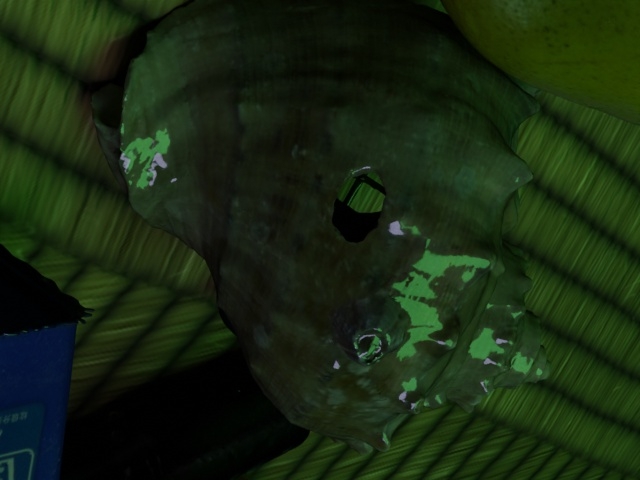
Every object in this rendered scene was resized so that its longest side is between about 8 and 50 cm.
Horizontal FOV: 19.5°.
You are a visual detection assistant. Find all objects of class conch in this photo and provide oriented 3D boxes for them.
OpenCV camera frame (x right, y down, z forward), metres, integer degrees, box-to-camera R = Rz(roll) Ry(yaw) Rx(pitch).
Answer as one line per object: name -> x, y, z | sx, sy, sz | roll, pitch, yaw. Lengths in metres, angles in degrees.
conch -> 0.031, -0.017, 1.097 | 0.324, 0.186, 0.263 | 34, 84, -35

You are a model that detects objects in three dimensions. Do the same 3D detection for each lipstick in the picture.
lipstick -> -0.138, 0.159, 1.288 | 0.299, 0.081, 0.081 | -21, 142, -33

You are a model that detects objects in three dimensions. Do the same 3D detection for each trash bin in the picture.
trash bin -> -0.236, 0.121, 1.067 | 0.162, 0.184, 0.234 | -11, 124, -46

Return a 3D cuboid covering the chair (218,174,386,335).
chair -> 0.001, 0.000, 1.256 | 0.095, 0.104, 0.222 | 15, 114, -26

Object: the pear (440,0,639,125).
pear -> 0.192, -0.210, 1.047 | 0.294, 0.294, 0.294 | -29, 146, -22

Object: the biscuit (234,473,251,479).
biscuit -> -0.199, 0.296, 1.411 | 0.376, 0.051, 0.269 | -30, 145, -22
